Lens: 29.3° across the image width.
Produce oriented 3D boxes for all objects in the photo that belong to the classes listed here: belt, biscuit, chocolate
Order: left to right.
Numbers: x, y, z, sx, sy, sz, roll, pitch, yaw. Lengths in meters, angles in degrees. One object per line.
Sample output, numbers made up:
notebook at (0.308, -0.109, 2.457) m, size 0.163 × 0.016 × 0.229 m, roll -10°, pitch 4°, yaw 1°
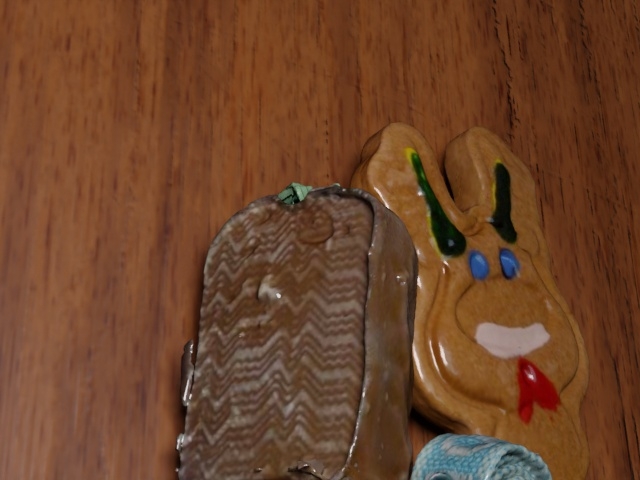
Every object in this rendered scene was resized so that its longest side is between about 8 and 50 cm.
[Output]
chocolate at (-0.007, 0.077, 0.810) m, size 0.093 × 0.148 × 0.214 m, roll 42°, pitch 47°, yaw -47°
biscuit at (0.131, 0.060, 0.947) m, size 0.202 × 0.047 × 0.334 m, roll 2°, pitch 69°, yaw -41°
belt at (0.165, 0.210, 0.829) m, size 0.302 × 0.072 × 0.087 m, roll 37°, pitch 55°, yaw -42°

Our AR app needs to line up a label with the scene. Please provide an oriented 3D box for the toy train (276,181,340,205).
toy train at (0.000, 0.000, 0.923) m, size 0.056 × 0.038 × 0.093 m, roll -7°, pitch 70°, yaw -41°
